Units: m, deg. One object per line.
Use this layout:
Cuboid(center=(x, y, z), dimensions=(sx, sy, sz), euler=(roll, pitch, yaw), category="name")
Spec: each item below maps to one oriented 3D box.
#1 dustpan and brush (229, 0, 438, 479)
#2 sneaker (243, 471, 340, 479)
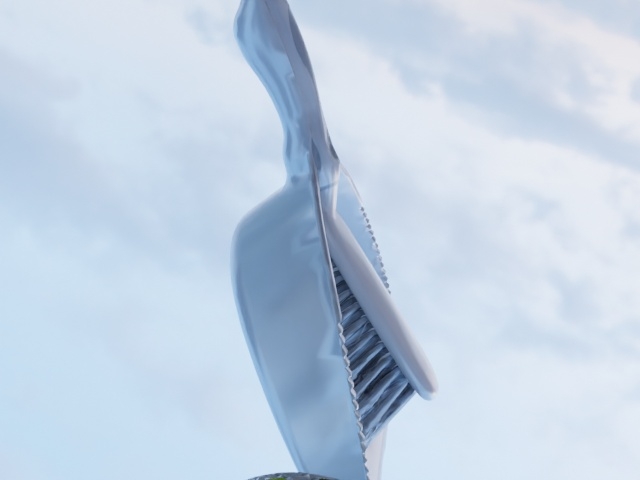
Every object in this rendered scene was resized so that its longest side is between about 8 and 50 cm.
Cuboid(center=(0.000, 0.000, 0.463), dimensions=(0.060, 0.211, 0.147), euler=(-24, -163, 15), category="dustpan and brush")
Cuboid(center=(0.036, 0.174, 0.316), dimensions=(0.091, 0.126, 0.240), euler=(-18, -126, -22), category="sneaker")
